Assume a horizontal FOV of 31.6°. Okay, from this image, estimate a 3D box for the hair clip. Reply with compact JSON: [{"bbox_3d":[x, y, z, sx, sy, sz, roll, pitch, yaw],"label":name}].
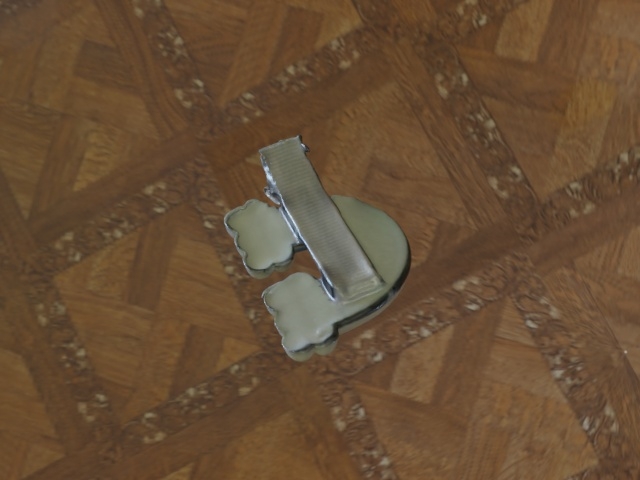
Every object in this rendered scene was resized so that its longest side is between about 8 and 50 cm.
[{"bbox_3d":[0.000,0.000,0.967,0.140,0.054,0.220,-17,48,-15],"label":"hair clip"}]
